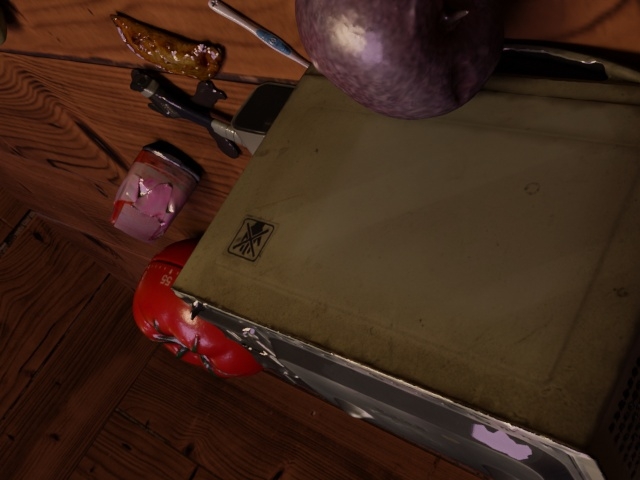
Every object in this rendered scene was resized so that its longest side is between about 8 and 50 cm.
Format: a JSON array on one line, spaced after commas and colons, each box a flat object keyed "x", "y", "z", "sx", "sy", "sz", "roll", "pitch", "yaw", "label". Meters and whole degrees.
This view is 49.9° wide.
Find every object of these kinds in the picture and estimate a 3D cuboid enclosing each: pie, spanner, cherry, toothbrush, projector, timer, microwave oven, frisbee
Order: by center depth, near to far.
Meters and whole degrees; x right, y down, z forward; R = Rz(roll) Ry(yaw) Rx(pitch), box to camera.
[{"x": 0.052, "y": -0.175, "z": 0.539, "sx": 0.176, "sy": 0.140, "sz": 0.176, "roll": 29, "pitch": 176, "yaw": 2, "label": "cherry"}, {"x": 0.129, "y": 0.023, "z": 0.640, "sx": 0.395, "sy": 0.332, "sz": 0.247, "roll": 16, "pitch": 160, "yaw": 38, "label": "microwave oven"}, {"x": -0.057, "y": -0.227, "z": 0.781, "sx": 0.162, "sy": 0.014, "sz": 0.017, "roll": 32, "pitch": 176, "yaw": 0, "label": "toothbrush"}, {"x": -0.051, "y": -0.141, "z": 0.874, "sx": 0.083, "sy": 0.083, "sz": 0.082, "roll": 18, "pitch": 157, "yaw": 37, "label": "projector"}, {"x": -0.198, "y": -0.247, "z": 0.926, "sx": 0.191, "sy": 0.033, "sz": 0.088, "roll": 23, "pitch": 163, "yaw": 25, "label": "pie"}, {"x": -0.148, "y": -0.167, "z": 1.030, "sx": 0.316, "sy": 0.024, "sz": 0.087, "roll": 25, "pitch": 161, "yaw": 12, "label": "spanner"}, {"x": -0.191, "y": -0.206, "z": 1.043, "sx": 0.211, "sy": 0.012, "sz": 0.187, "roll": 37, "pitch": 160, "yaw": -14, "label": "frisbee"}, {"x": -0.254, "y": 0.161, "z": 1.659, "sx": 0.378, "sy": 0.279, "sz": 0.378, "roll": 27, "pitch": 159, "yaw": 11, "label": "timer"}]

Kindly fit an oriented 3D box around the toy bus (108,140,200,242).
[{"x": -0.336, "y": -0.087, "z": 1.381, "sx": 0.128, "sy": 0.147, "sz": 0.303, "roll": 31, "pitch": 163, "yaw": -14, "label": "toy bus"}]

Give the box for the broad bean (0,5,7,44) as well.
[{"x": -0.609, "y": -0.400, "z": 1.103, "sx": 0.169, "sy": 0.100, "sz": 0.228, "roll": 25, "pitch": 174, "yaw": 45, "label": "broad bean"}]
